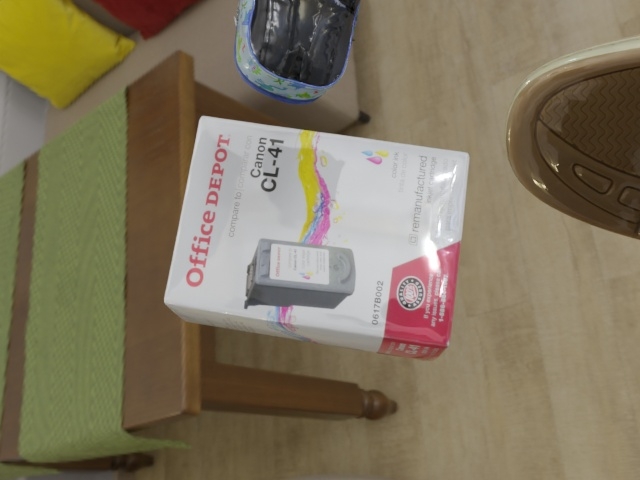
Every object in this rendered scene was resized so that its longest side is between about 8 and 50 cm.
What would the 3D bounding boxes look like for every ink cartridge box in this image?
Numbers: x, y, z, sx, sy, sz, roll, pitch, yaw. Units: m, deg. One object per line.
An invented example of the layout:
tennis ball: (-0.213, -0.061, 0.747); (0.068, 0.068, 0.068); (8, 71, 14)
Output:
ink cartridge box: (0.000, 0.000, 0.826); (0.306, 0.131, 0.226); (8, 76, 1)

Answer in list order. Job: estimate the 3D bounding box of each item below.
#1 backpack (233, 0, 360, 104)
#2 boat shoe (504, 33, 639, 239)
backpack: (-0.025, -0.178, 0.628); (0.084, 0.105, 0.114); (159, 121, -64)
boat shoe: (0.239, -0.069, 0.355); (0.302, 0.109, 0.098); (-4, 36, 5)
